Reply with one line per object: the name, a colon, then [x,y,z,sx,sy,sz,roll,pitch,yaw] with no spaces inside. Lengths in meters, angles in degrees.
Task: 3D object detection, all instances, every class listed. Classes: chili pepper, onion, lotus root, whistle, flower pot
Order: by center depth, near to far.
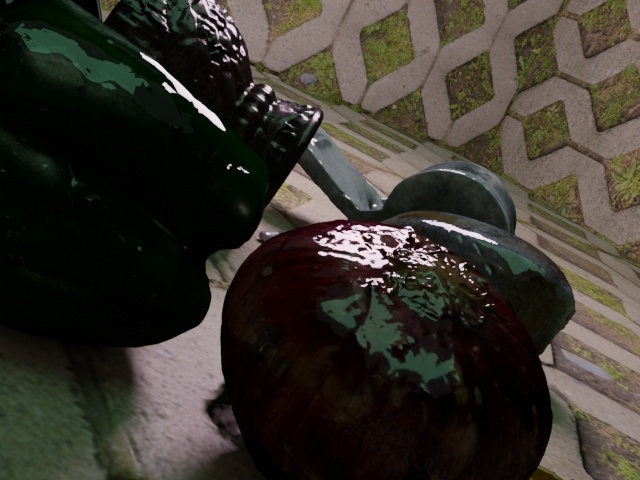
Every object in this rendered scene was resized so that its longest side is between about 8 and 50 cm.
onion: [0.044,0.095,0.609,0.246,0.190,0.246,15,35,-11]
chili pepper: [-0.182,-0.049,0.656,0.257,0.233,0.248,28,17,-18]
flower pot: [-0.154,-0.156,1.054,0.267,0.266,0.266,35,13,-10]
lotus root: [0.167,0.035,1.089,0.322,0.140,0.158,26,50,18]
whistle: [0.120,-0.039,1.261,0.405,0.188,0.168,18,14,13]

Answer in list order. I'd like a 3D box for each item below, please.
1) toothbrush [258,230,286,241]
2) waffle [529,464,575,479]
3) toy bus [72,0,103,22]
toothbrush: [0.000,0.000,1.205,0.018,0.024,0.257,36,19,33]
waffle: [0.257,0.249,0.674,0.293,0.069,0.260,21,14,-14]
toy bus: [-0.415,-0.287,1.101,0.262,0.128,0.150,-6,20,-9]
